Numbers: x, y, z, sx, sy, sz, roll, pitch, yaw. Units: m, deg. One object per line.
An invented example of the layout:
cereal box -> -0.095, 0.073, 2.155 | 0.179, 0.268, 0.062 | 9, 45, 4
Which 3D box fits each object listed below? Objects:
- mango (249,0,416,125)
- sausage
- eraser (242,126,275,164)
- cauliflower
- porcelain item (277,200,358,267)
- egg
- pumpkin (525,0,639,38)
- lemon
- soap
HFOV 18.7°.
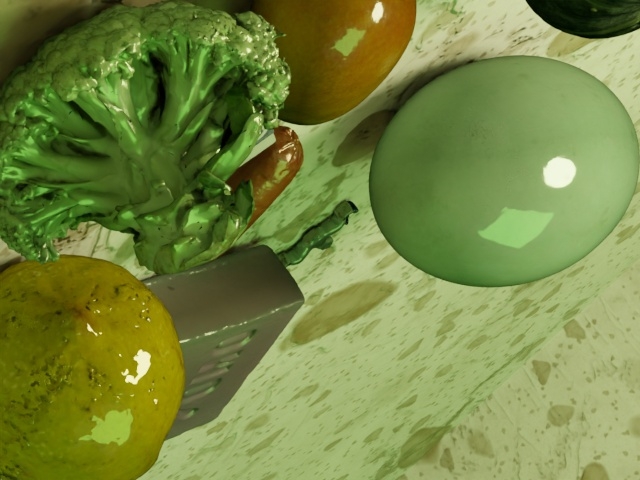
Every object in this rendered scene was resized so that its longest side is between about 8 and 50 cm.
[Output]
mango -> 0.012, -0.204, 1.899 | 0.175, 0.139, 0.254 | -30, 168, -7
sausage -> -0.092, -0.052, 2.175 | 0.197, 0.076, 0.076 | -44, 160, 25
eraser -> -0.106, -0.130, 2.004 | 0.092, 0.046, 0.212 | -35, 162, -4
cauliflower -> -0.147, -0.082, 1.728 | 0.272, 0.250, 0.275 | -18, 159, -39
porcelain item -> 0.000, 0.000, 2.552 | 0.136, 0.021, 0.075 | -39, 162, 8
egg -> 0.224, -0.084, 2.344 | 0.389, 0.276, 0.276 | -15, 153, -40
pumpkin -> 0.326, -0.344, 2.019 | 0.300, 0.207, 0.300 | -41, 175, -4
lemon -> -0.267, 0.150, 2.069 | 0.258, 0.258, 0.310 | -32, 164, -12
soap -> -0.202, 0.150, 2.434 | 0.285, 0.107, 0.296 | -17, 153, -40
